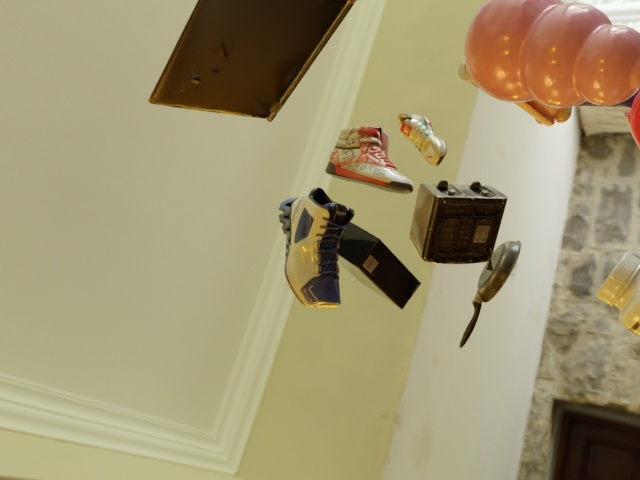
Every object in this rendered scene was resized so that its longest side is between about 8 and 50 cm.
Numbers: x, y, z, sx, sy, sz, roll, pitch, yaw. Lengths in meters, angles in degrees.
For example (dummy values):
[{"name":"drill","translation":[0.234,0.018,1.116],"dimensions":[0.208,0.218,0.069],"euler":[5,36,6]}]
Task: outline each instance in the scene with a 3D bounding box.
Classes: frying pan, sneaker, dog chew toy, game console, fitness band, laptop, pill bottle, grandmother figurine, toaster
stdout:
[{"name":"frying pan","translation":[0.466,0.130,1.896],"dimensions":[0.326,0.053,0.197],"euler":[-61,-2,29]},{"name":"sneaker","translation":[0.135,-0.211,1.706],"dimensions":[0.090,0.270,0.145],"euler":[19,-90,-49]},{"name":"dog chew toy","translation":[0.415,-0.327,1.178],"dimensions":[0.206,0.332,0.206],"euler":[-20,-56,-32]},{"name":"game console","translation":[0.175,-0.305,2.278],"dimensions":[0.085,0.124,0.144],"euler":[116,157,-81]},{"name":"fitness band","translation":[0.887,-0.302,1.676],"dimensions":[0.291,0.209,0.054],"euler":[45,-150,-34]},{"name":"sneaker","translation":[0.202,-0.212,1.392],"dimensions":[0.075,0.161,0.057],"euler":[13,-52,-25]},{"name":"sneaker","translation":[0.000,-0.001,1.661],"dimensions":[0.127,0.182,0.315],"euler":[5,-118,-39]},{"name":"laptop","translation":[-0.094,-0.443,1.301],"dimensions":[0.236,0.382,0.408],"euler":[30,-136,-15]},{"name":"pill bottle","translation":[0.500,0.102,0.957],"dimensions":[0.108,0.193,0.108],"euler":[-45,-21,-23]},{"name":"grandmother figurine","translation":[0.497,-0.389,1.726],"dimensions":[0.342,0.208,0.104],"euler":[16,-101,-29]},{"name":"toaster","translation":[0.292,-0.034,1.440],"dimensions":[0.110,0.168,0.185],"euler":[-112,26,-59]}]

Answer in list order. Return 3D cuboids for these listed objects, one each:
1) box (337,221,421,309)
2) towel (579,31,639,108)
[{"name":"box","translation":[0.135,0.060,1.850],"dimensions":[0.103,0.184,0.261],"euler":[-54,-44,-7]},{"name":"towel","translation":[0.829,-0.444,1.782],"dimensions":[0.076,0.308,0.227],"euler":[32,-97,-40]}]
